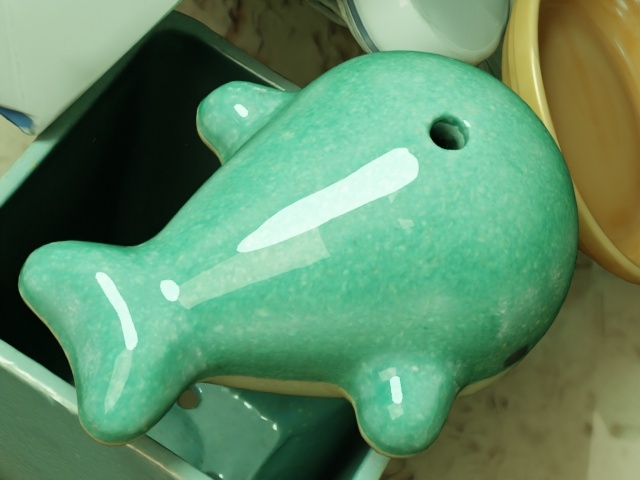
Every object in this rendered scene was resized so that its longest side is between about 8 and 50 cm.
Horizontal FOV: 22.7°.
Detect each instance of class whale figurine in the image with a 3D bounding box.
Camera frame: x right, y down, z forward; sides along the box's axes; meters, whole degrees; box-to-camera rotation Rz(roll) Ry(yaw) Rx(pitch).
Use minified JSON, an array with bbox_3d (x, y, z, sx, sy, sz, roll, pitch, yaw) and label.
[{"bbox_3d":[0.000,0.000,0.757,0.272,0.141,0.216,-17,66,-25],"label":"whale figurine"}]

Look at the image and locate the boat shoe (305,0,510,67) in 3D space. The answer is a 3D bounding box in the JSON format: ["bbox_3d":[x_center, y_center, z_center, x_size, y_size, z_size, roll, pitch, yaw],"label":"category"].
[{"bbox_3d":[0.005,-0.207,0.967,0.156,0.136,0.367,-32,45,28],"label":"boat shoe"}]

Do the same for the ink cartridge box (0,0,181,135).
[{"bbox_3d":[-0.093,-0.277,0.890,0.151,0.395,0.270,40,122,-20],"label":"ink cartridge box"}]

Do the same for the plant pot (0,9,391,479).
[{"bbox_3d":[-0.079,0.073,0.926,0.247,0.252,0.248,33,54,3],"label":"plant pot"}]

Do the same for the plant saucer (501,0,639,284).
[{"bbox_3d":[0.160,-0.069,0.905,0.037,0.200,0.200,-18,77,36],"label":"plant saucer"}]

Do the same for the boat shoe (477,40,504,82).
[{"bbox_3d":[0.088,-0.085,1.004,0.075,0.083,0.226,-31,62,27],"label":"boat shoe"}]
